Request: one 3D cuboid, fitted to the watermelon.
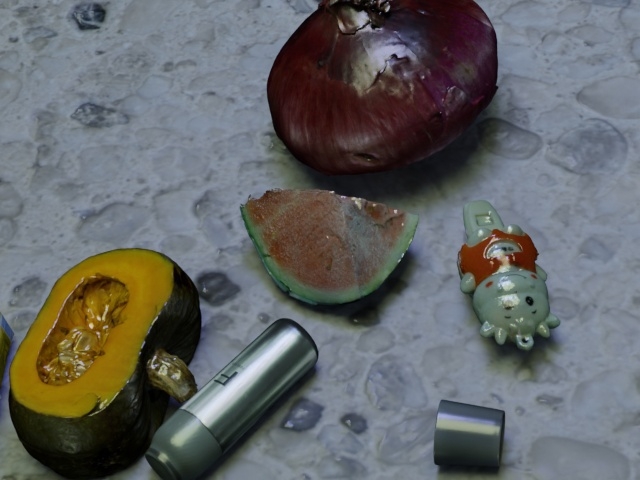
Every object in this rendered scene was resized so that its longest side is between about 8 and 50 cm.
[{"bbox_3d":[0.006,0.019,2.034,0.231,0.128,0.146,2,76,34],"label":"watermelon"}]

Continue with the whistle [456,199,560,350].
[{"bbox_3d":[0.232,0.041,1.949,0.102,0.106,0.253,17,39,-27],"label":"whistle"}]

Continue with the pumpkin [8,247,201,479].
[{"bbox_3d":[-0.253,0.150,1.945,0.222,0.139,0.317,8,48,24],"label":"pumpkin"}]

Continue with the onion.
[{"bbox_3d":[0.074,-0.258,2.134,0.348,0.285,0.347,-15,40,12],"label":"onion"}]

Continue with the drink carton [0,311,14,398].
[{"bbox_3d":[-0.456,0.186,1.997,0.084,0.074,0.200,-5,49,11],"label":"drink carton"}]

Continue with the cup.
[{"bbox_3d":[0.179,0.227,1.816,0.077,0.078,0.100,5,19,11],"label":"cup"}]

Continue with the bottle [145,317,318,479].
[{"bbox_3d":[-0.113,0.201,1.904,0.254,0.079,0.096,-43,15,-24],"label":"bottle"}]
